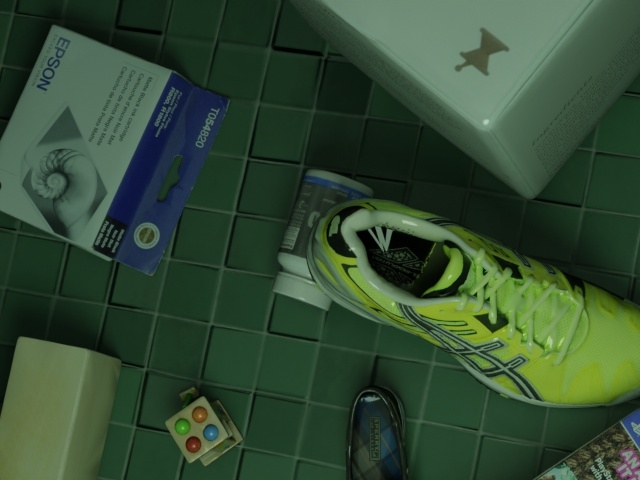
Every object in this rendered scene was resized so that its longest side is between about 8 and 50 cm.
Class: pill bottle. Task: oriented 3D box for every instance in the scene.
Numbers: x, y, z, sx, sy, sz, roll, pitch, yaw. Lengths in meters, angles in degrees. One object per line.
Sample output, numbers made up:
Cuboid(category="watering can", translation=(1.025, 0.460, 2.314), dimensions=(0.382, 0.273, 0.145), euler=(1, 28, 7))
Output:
Cuboid(category="pill bottle", translation=(0.000, 0.000, 1.903), dimensions=(0.078, 0.078, 0.137), euler=(17, 85, 17))

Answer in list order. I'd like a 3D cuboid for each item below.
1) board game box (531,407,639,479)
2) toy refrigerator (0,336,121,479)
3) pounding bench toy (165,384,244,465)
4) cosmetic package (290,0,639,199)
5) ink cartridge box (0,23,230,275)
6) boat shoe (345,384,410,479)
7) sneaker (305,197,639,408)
Cuboid(category="board game box", translation=(0.263, 0.345, 1.701), dimensions=(0.291, 0.141, 0.232), euler=(-35, 52, 6))
Cuboid(category="toy refrigerator", translation=(-0.298, 0.245, 1.922), dimensions=(0.094, 0.102, 0.270), euler=(10, 83, 16))
Cuboid(category="pounding bench toy", translation=(-0.132, 0.189, 1.908), dimensions=(0.052, 0.065, 0.083), euler=(-35, 73, 6))
Cuboid(category="cosmetic package", translation=(0.162, -0.284, 1.722), dimensions=(0.329, 0.393, 0.327), euler=(41, 92, 14))
Cuboid(category="ink cartridge box", translation=(-0.243, -0.102, 2.002), dimensions=(0.224, 0.045, 0.223), euler=(22, 85, 17))
Cuboid(category="boat shoe", translation=(0.060, 0.257, 1.836), dimensions=(0.080, 0.076, 0.229), euler=(-2, 76, 11))
Cuboid(category="sneaker", translation=(0.165, 0.069, 1.790), dimensions=(0.384, 0.147, 0.145), euler=(19, 84, 1))
